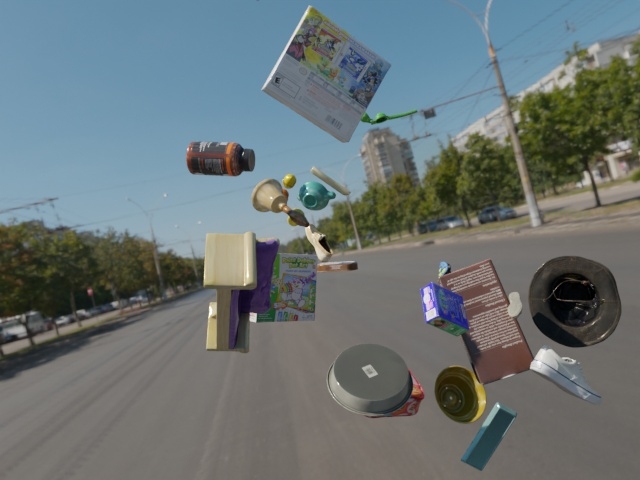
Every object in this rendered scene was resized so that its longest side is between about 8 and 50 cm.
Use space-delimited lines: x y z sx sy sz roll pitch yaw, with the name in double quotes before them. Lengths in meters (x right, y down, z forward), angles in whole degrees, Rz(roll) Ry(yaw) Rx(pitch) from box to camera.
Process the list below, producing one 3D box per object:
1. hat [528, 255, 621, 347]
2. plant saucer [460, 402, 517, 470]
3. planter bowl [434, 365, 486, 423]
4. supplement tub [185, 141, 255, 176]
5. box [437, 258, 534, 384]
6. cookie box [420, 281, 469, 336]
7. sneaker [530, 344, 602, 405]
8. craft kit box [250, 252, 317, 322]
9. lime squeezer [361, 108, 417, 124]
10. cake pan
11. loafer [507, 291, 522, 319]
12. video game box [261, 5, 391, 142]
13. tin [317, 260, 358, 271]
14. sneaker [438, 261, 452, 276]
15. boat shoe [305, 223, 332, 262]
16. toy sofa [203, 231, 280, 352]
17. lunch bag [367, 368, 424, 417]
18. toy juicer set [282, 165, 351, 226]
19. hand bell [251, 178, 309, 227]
"hat" 0.926 0.228 1.926 0.331 0.331 0.134 -15 -21 21
"plant saucer" 0.455 0.532 1.413 0.067 0.192 0.018 29 5 -6
"planter bowl" 0.524 0.604 2.039 0.217 0.217 0.090 -13 -22 -22
"supplement tub" -0.305 -0.250 1.617 0.197 0.106 0.106 4 1 10
"box" 0.558 0.274 1.784 0.191 0.381 0.143 -20 -16 7
"cookie box" 0.282 0.157 1.192 0.107 0.092 0.040 25 -46 -29
"sneaker" 0.723 0.390 1.511 0.258 0.091 0.094 33 -8 -18
"craft kit box" -0.129 0.168 1.892 0.249 0.247 0.061 3 -5 -35
"lime squeezer" 0.223 -0.511 2.100 0.310 0.110 0.059 18 -25 13
"cake pan" 0.168 0.455 1.769 0.293 0.054 0.293 0 34 0
"loafer" 0.627 0.216 1.684 0.045 0.039 0.125 -12 26 26
"video game box" 0.013 -0.331 1.062 0.205 0.187 0.048 30 1 -18
"tin" 0.072 0.116 2.327 0.189 0.040 0.106 -3 8 7
"sneaker" 0.494 0.136 2.016 0.078 0.067 0.188 1 -29 17
"boat shoe" 0.000 0.000 2.011 0.063 0.170 0.059 -6 -30 -47
"toy sofa" -0.201 0.143 1.329 0.177 0.150 0.363 3 -37 -10
"lunch bag" 0.259 0.605 2.185 0.293 0.120 0.258 4 28 -23
"toy juicer set" -0.050 -0.212 2.200 0.329 0.209 0.089 -30 16 31
"hand bell" -0.115 -0.102 1.731 0.126 0.126 0.242 -13 34 -34
